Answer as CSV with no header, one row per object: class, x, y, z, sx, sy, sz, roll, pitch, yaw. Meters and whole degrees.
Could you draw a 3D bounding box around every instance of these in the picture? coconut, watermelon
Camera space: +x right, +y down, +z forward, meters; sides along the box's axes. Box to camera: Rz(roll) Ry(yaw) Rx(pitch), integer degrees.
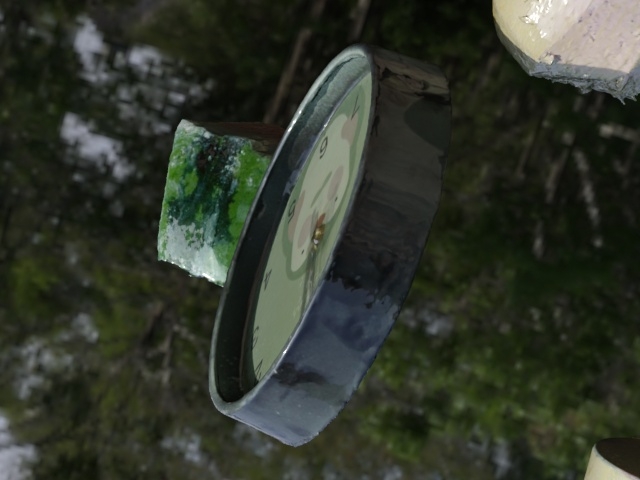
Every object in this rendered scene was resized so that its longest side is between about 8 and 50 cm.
coconut,0.218,-0.201,1.103,0.194,0.194,0.194,16,-165,-5
watermelon,-0.039,-0.068,1.863,0.264,0.151,0.302,12,-150,26

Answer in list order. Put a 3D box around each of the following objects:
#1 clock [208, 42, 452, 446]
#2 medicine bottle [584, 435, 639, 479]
clock,0.001,0.000,1.190,0.066,0.318,0.319,21,-166,-16
medicine bottle,0.285,0.357,1.404,0.151,0.322,0.151,12,-169,-2
